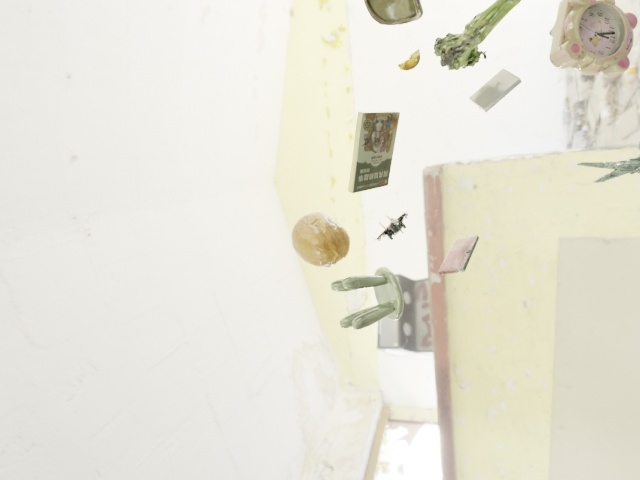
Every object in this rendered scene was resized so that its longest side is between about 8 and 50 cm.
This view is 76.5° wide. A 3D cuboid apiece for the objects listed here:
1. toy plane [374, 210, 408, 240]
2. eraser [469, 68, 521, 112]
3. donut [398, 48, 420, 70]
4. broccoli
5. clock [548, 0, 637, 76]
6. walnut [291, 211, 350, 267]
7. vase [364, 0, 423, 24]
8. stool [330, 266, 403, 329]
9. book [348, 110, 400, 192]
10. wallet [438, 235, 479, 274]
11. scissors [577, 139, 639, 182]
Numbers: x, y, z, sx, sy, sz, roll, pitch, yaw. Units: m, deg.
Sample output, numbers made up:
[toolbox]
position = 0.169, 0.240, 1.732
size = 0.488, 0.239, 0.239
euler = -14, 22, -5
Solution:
[toy plane]
position = 0.358, -0.069, 1.971
size = 0.104, 0.223, 0.326
euler = 48, 180, -3
[eraser]
position = 0.619, -0.535, 1.447
size = 0.023, 0.150, 0.104
euler = 35, -158, -39
[donut]
position = 0.339, -0.676, 1.536
size = 0.067, 0.083, 0.038
euler = 80, 174, -59
[broccoli]
position = 0.528, -0.709, 1.361
size = 0.164, 0.304, 0.146
euler = -17, -100, -36
[clock]
position = 1.037, -0.772, 1.536
size = 0.114, 0.309, 0.284
euler = 178, 102, -80
[walnut]
position = 0.000, 0.000, 1.444
size = 0.193, 0.225, 0.193
euler = -25, -48, -31
[vase]
position = 0.185, -0.756, 0.986
size = 0.329, 0.240, 0.303
euler = 33, -98, -39
[stool]
position = 0.163, 0.203, 1.437
size = 0.195, 0.198, 0.195
euler = 145, 115, -73
[book]
position = 0.184, -0.304, 1.386
size = 0.202, 0.027, 0.264
euler = -17, -57, -42
[wallet]
position = 0.595, 0.062, 1.746
size = 0.025, 0.119, 0.232
euler = 55, -132, -17
[scissors]
position = 1.011, -0.235, 1.298
size = 0.029, 0.383, 0.256
euler = 94, 162, -49
